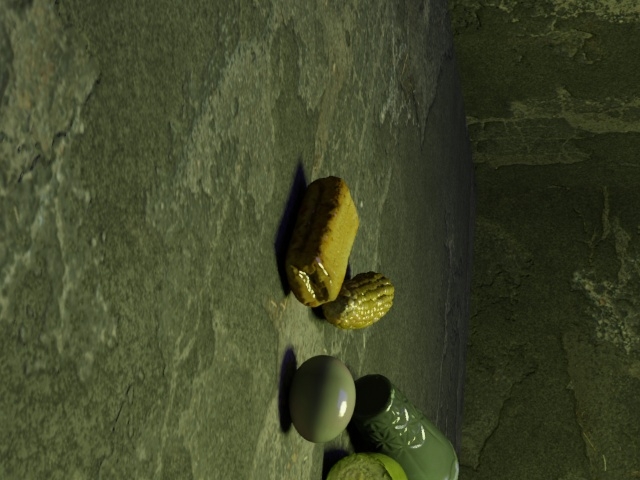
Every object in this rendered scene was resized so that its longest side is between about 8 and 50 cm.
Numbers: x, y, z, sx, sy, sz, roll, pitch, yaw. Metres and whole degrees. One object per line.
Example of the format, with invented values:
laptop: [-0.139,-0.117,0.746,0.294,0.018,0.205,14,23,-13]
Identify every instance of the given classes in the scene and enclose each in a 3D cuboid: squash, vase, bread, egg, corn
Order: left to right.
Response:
bread: [0.000,0.000,1.559,0.211,0.083,0.114,-74,153,-46]
egg: [0.002,0.243,1.525,0.103,0.103,0.135,53,40,-66]
corn: [0.068,0.109,1.786,0.291,0.101,0.101,-3,93,-76]
squash: [0.093,0.456,1.825,0.247,0.132,0.133,42,50,-72]
vase: [0.146,0.376,1.976,0.251,0.156,0.301,53,-2,46]
